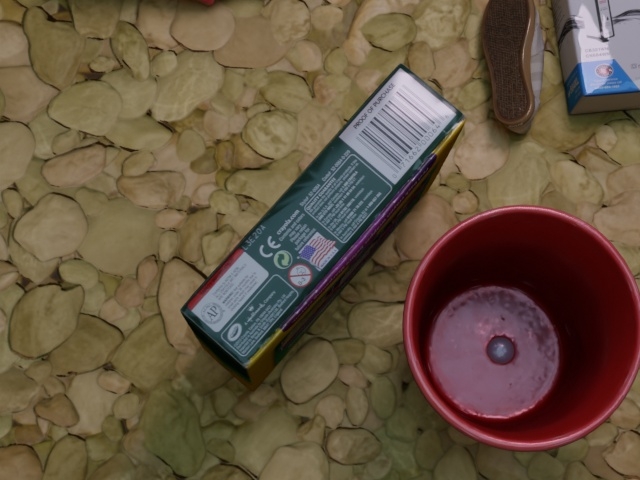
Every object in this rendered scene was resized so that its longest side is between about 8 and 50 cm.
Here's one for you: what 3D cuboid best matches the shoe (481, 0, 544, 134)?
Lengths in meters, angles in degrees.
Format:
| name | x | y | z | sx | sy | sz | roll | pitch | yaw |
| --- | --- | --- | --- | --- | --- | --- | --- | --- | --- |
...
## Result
| name | x | y | z | sx | sy | sz | roll | pitch | yaw |
| --- | --- | --- | --- | --- | --- | --- | --- | --- | --- |
| shoe | 0.262 | -0.246 | 1.554 | 0.076 | 0.058 | 0.219 | -8 | 70 | 30 |

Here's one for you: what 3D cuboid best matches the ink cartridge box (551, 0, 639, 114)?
| name | x | y | z | sx | sy | sz | roll | pitch | yaw |
| --- | --- | --- | --- | --- | --- | --- | --- | --- | --- |
| ink cartridge box | 0.398 | -0.282 | 1.541 | 0.148 | 0.086 | 0.203 | -6 | 78 | -1 |

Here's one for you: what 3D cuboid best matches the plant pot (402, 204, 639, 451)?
| name | x | y | z | sx | sy | sz | roll | pitch | yaw |
| --- | --- | --- | --- | --- | --- | --- | --- | --- | --- |
| plant pot | 0.224 | 0.118 | 1.368 | 0.275 | 0.243 | 0.275 | 0 | 77 | 0 |

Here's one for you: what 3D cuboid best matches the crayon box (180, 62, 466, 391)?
| name | x | y | z | sx | sy | sz | roll | pitch | yaw |
| --- | --- | --- | --- | --- | --- | --- | --- | --- | --- |
| crayon box | 0.000 | 0.000 | 1.359 | 0.106 | 0.313 | 0.363 | 41 | 80 | 5 |

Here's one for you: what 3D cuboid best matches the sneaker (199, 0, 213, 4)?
| name | x | y | z | sx | sy | sz | roll | pitch | yaw |
| --- | --- | --- | --- | --- | --- | --- | --- | --- | --- |
| sneaker | -0.191 | -0.373 | 1.540 | 0.313 | 0.136 | 0.116 | -8 | 32 | 1 |
